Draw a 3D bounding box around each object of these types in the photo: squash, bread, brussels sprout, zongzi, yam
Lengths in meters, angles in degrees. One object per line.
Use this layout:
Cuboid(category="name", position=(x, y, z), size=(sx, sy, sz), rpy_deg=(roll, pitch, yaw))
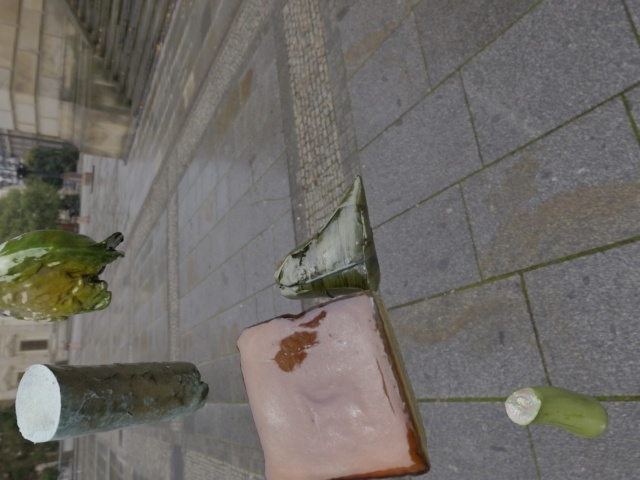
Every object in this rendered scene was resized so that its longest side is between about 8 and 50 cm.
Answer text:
Cuboid(category="squash", position=(0.457, 0.323, 0.823), size=(0.083, 0.250, 0.083), rpy_deg=(-39, 41, 44))
Cuboid(category="bread", position=(0.016, 0.294, 0.853), size=(0.324, 0.143, 0.332), rpy_deg=(-22, 78, 19))
Cuboid(category="brussels sprout", position=(-0.343, 0.039, 0.547), size=(0.139, 0.181, 0.100), rpy_deg=(112, 147, -52))
Cuboid(category="zongzi", position=(0.000, 0.000, 1.015), size=(0.125, 0.251, 0.273), rpy_deg=(-53, -47, -74))
Cuboid(category="yam", position=(-0.272, 0.217, 0.612), size=(0.093, 0.259, 0.093), rpy_deg=(-7, 75, 28))
